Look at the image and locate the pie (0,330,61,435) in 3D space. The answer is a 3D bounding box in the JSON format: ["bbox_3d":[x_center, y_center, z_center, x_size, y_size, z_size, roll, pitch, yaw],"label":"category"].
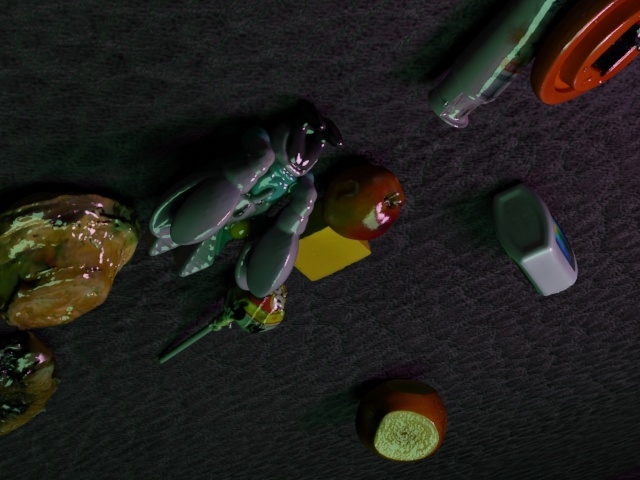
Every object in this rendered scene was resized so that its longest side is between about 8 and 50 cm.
[{"bbox_3d":[-0.552,0.230,1.654,0.371,0.078,0.296,-12,153,-13],"label":"pie"}]

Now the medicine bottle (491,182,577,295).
[{"bbox_3d":[0.321,0.012,1.713,0.083,0.121,0.229,-26,151,14],"label":"medicine bottle"}]

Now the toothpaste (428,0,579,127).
[{"bbox_3d":[0.237,-0.250,1.271,0.100,0.066,0.323,3,141,-42],"label":"toothpaste"}]

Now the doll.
[{"bbox_3d":[-0.099,-0.047,1.353,0.195,0.153,0.258,13,123,-24],"label":"doll"}]

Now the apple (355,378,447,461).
[{"bbox_3d":[0.145,0.333,2.142,0.147,0.163,0.146,9,101,-22],"label":"apple"}]

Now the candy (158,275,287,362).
[{"bbox_3d":[-0.153,0.129,1.707,0.083,0.091,0.305,6,151,-40],"label":"candy"}]

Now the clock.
[{"bbox_3d":[0.320,-0.228,1.302,0.205,0.051,0.205,-33,160,-14],"label":"clock"}]

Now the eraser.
[{"bbox_3d":[0.000,0.000,1.589,0.097,0.045,0.122,-25,151,14],"label":"eraser"}]

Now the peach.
[{"bbox_3d":[0.051,-0.049,1.485,0.101,0.100,0.100,-14,152,-8],"label":"peach"}]

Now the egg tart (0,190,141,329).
[{"bbox_3d":[-0.324,0.034,1.407,0.241,0.106,0.241,-18,153,-10],"label":"egg tart"}]
